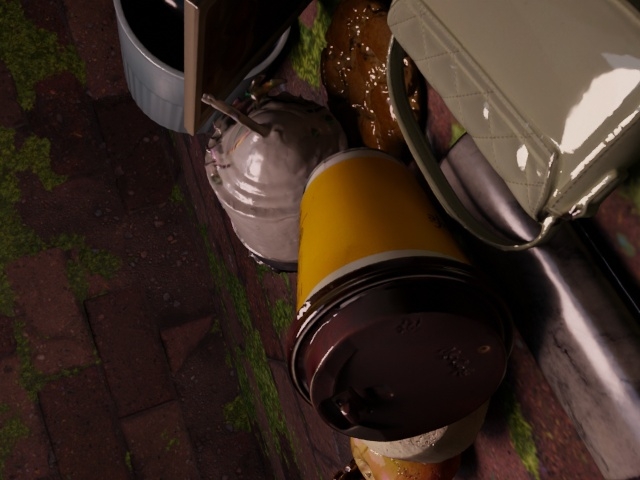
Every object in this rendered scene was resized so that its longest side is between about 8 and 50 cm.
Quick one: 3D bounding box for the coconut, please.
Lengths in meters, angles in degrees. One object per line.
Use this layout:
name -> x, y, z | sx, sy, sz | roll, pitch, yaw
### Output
coconut -> 0.109, 0.172, 0.688 | 0.183, 0.171, 0.171 | 33, -158, -53

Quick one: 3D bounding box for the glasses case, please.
glasses case -> 0.193, 0.044, 0.497 | 0.299, 0.060, 0.114 | 65, 157, 22

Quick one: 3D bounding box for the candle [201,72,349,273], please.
candle -> -0.052, -0.088, 0.762 | 0.330, 0.187, 0.187 | 73, 172, -67

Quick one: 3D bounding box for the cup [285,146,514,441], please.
cup -> 0.059, 0.035, 0.572 | 0.279, 0.196, 0.196 | -98, 6, -52

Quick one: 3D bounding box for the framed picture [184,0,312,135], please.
framed picture -> -0.063, -0.274, 0.669 | 0.020, 0.289, 0.211 | 33, 154, 1

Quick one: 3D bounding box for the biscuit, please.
biscuit -> 0.054, -0.187, 0.721 | 0.226, 0.042, 0.226 | 163, 90, -72

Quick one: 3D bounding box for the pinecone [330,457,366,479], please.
pinecone -> 0.078, 0.467, 1.019 | 0.173, 0.174, 0.173 | 164, 90, -70

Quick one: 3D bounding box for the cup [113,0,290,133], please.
cup -> -0.221, -0.368, 1.003 | 0.311, 0.257, 0.331 | 158, 93, -72

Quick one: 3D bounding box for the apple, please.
apple -> 0.113, 0.274, 0.788 | 0.146, 0.146, 0.146 | 164, 90, -70

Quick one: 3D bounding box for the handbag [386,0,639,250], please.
handbag -> 0.136, -0.124, 0.450 | 0.256, 0.079, 0.219 | 63, 145, 27
